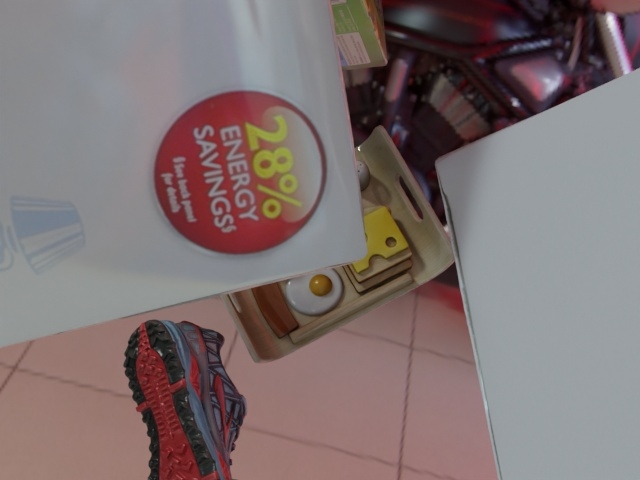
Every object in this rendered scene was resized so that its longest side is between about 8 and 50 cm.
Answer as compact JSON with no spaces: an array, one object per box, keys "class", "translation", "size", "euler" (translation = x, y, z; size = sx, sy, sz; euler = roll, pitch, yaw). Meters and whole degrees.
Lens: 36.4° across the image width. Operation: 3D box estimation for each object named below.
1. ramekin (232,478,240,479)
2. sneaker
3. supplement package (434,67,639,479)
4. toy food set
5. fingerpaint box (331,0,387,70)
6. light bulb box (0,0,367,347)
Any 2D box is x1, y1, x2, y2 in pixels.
[{"class":"ramekin","translation":[-0.137,0.524,1.450],"size":[0.303,0.303,0.148],"euler":[-11,13,-35]},{"class":"sneaker","translation":[-0.115,0.206,1.035],"size":[0.125,0.104,0.261],"euler":[2,70,-50]},{"class":"supplement package","translation":[0.189,0.060,0.414],"size":[0.145,0.204,0.261],"euler":[0,75,-39]},{"class":"toy food set","translation":[0.000,0.000,1.296],"size":[0.306,0.092,0.219],"euler":[-27,74,-9]},{"class":"fingerpaint box","translation":[-0.028,-0.439,1.216],"size":[0.163,0.371,0.445],"euler":[-5,-3,8]},{"class":"light bulb box","translation":[-0.148,-0.184,0.515],"size":[0.225,0.358,0.361],"euler":[-14,24,-8]}]
